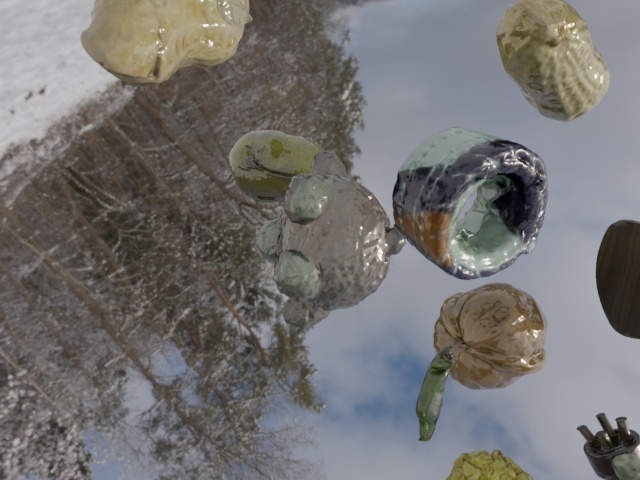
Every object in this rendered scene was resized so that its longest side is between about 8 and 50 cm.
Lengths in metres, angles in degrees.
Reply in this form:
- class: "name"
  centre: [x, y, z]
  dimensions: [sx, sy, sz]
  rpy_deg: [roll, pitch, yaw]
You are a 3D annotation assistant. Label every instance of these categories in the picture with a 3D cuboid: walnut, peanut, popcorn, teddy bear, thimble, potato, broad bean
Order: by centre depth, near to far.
- class: "teddy bear"
  centre: [0.001, 0.000, 0.642]
  dimensions: [0.151, 0.235, 0.267]
  rpy_deg: [10, 180, -15]
- class: "peanut"
  centre: [-0.237, -0.351, 0.777]
  dimensions: [0.158, 0.174, 0.340]
  rpy_deg: [2, -153, 39]
- class: "thimble"
  centre: [0.242, -0.057, 0.784]
  dimensions: [0.237, 0.237, 0.150]
  rpy_deg: [-33, -145, -8]
- class: "peanut"
  centre: [0.416, -0.323, 0.880]
  dimensions: [0.152, 0.313, 0.152]
  rpy_deg: [-14, -110, 41]
- class: "broad bean"
  centre: [0.208, 0.269, 0.890]
  dimensions: [0.046, 0.195, 0.061]
  rpy_deg: [17, -162, 16]
- class: "potato"
  centre: [-0.077, -0.140, 0.969]
  dimensions: [0.248, 0.169, 0.143]
  rpy_deg: [17, -87, 31]
- class: "popcorn"
  centre: [0.357, 0.534, 0.987]
  dimensions: [0.170, 0.189, 0.218]
  rpy_deg: [-27, -161, -3]
- class: "walnut"
  centre: [0.434, 0.243, 1.252]
  dimensions: [0.285, 0.296, 0.285]
  rpy_deg: [16, -153, -8]

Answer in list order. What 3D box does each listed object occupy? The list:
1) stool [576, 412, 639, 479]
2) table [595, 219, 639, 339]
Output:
- class: "stool"
  centre: [0.659, 0.473, 1.082]
  dimensions: [0.125, 0.121, 0.217]
  rpy_deg: [-26, 178, 16]
- class: "table"
  centre: [0.869, 0.064, 1.157]
  dimensions: [0.249, 0.317, 0.317]
  rpy_deg: [-28, -159, -34]
